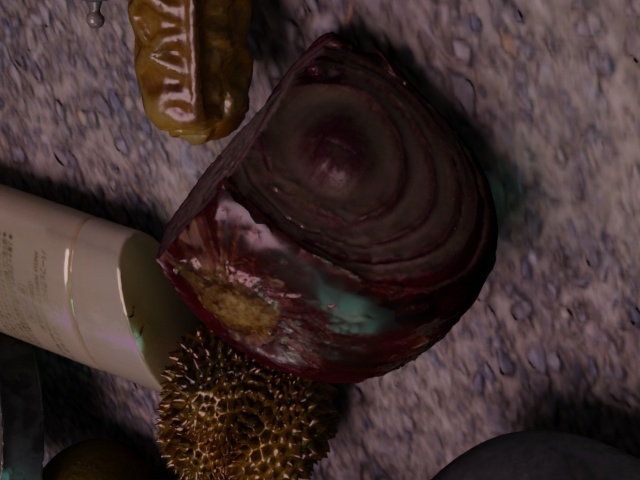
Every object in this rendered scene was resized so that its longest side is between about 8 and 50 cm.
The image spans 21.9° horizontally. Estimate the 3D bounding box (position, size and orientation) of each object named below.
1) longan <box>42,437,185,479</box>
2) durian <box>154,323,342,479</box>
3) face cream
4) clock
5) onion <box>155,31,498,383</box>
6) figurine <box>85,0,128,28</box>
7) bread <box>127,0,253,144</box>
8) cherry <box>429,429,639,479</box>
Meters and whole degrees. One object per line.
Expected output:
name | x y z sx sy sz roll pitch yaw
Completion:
longan | -0.201 0.267 1.610 0.155 0.176 0.145 52 -174 -32
durian | -0.061 0.141 1.391 0.158 0.137 0.168 10 116 3
face cream | -0.261 0.028 1.509 0.348 0.081 0.174 17 133 31
clock | -0.320 0.186 1.618 0.215 0.042 0.215 1 91 64
onion | 0.004 0.004 1.174 0.207 0.216 0.206 40 142 -2
figurine | -0.180 -0.255 1.209 0.147 0.093 0.197 22 141 52
bread | -0.093 -0.237 1.131 0.077 0.084 0.368 35 134 48
cherry | 0.178 0.262 1.214 0.296 0.218 0.255 -1 116 25
